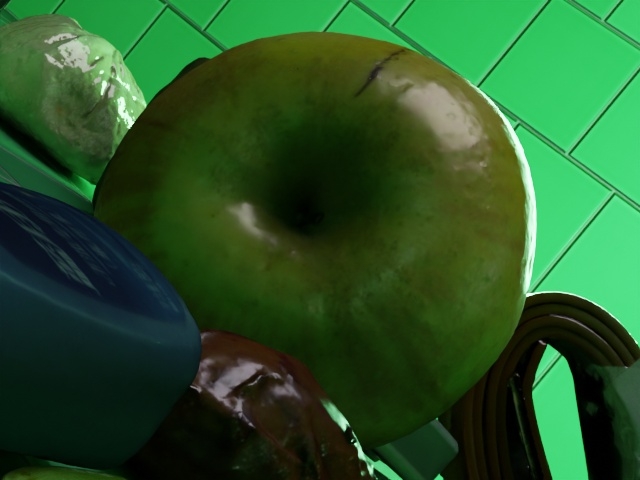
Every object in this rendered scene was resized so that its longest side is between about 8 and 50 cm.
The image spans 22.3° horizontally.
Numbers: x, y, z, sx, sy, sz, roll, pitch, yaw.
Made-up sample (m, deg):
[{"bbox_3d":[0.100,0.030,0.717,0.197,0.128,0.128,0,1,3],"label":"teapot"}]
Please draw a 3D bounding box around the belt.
[{"bbox_3d":[0.191,0.169,1.298,0.105,0.184,0.261,152,-78,-77],"label":"belt"}]

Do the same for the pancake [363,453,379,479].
[{"bbox_3d":[-0.012,0.141,1.182,0.158,0.028,0.158,39,1,-1],"label":"pancake"}]

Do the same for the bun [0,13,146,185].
[{"bbox_3d":[-0.265,-0.158,1.727,0.220,0.134,0.220,39,2,-2],"label":"bun"}]

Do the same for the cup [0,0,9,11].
[{"bbox_3d":[-0.308,-0.194,1.037,0.223,0.176,0.169,35,6,-27],"label":"cup"}]

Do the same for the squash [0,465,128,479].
[{"bbox_3d":[-0.095,0.096,0.605,0.027,0.027,0.089,41,5,29],"label":"squash"}]

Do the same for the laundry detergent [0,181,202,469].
[{"bbox_3d":[-0.147,0.009,0.565,0.143,0.094,0.290,42,2,19],"label":"laundry detergent"}]

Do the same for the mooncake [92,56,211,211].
[{"bbox_3d":[-0.046,0.000,1.588,0.378,0.201,0.378,39,-3,2],"label":"mooncake"}]

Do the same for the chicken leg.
[{"bbox_3d":[0.011,0.144,0.820,0.304,0.093,0.113,44,-13,-27],"label":"chicken leg"}]

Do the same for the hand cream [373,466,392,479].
[{"bbox_3d":[0.072,0.209,1.251,0.216,0.038,0.052,36,-27,27],"label":"hand cream"}]

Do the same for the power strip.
[{"bbox_3d":[0.013,0.112,1.313,0.265,0.059,0.193,39,-7,44],"label":"power strip"}]

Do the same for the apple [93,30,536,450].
[{"bbox_3d":[0.000,0.000,1.053,0.286,0.286,0.233,40,-6,17],"label":"apple"}]
